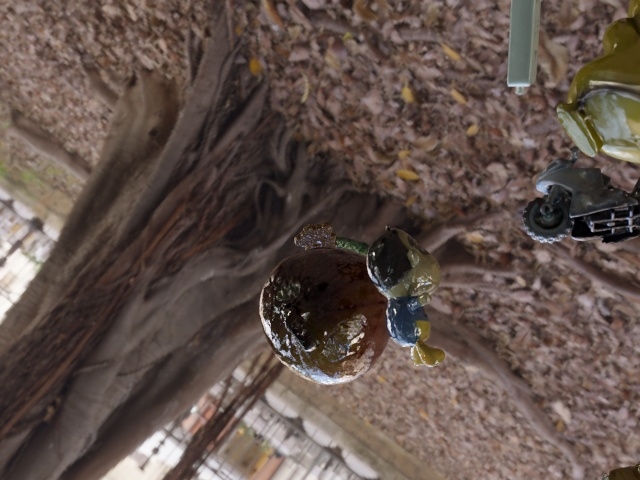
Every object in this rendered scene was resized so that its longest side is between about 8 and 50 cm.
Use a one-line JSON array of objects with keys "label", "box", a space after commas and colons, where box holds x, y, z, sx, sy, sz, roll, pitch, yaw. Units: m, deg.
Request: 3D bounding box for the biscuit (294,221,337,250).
[{"label": "biscuit", "box": [0.000, 0.000, 1.355, 0.092, 0.082, 0.016, 44, -152, -36]}]

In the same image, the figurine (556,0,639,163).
[{"label": "figurine", "box": [0.430, -0.225, 0.823, 0.218, 0.326, 0.169, 25, 173, 47]}]

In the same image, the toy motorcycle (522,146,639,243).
[{"label": "toy motorcycle", "box": [0.464, -0.077, 1.173, 0.270, 0.159, 0.106, -9, 145, 17]}]

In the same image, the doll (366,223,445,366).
[{"label": "doll", "box": [0.113, 0.064, 0.891, 0.102, 0.089, 0.179, 138, 113, -78]}]

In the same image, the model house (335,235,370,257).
[{"label": "model house", "box": [0.039, 0.116, 1.520, 0.195, 0.189, 0.214, 15, 155, 26]}]

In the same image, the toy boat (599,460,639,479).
[{"label": "toy boat", "box": [0.432, 0.454, 1.063, 0.115, 0.310, 0.089, 13, -160, -19]}]

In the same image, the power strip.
[{"label": "power strip", "box": [0.471, -0.528, 1.653, 0.062, 0.091, 0.385, 7, 114, 24]}]

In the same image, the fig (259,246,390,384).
[{"label": "fig", "box": [0.008, 0.117, 1.195, 0.214, 0.235, 0.235, 36, 169, -37]}]
